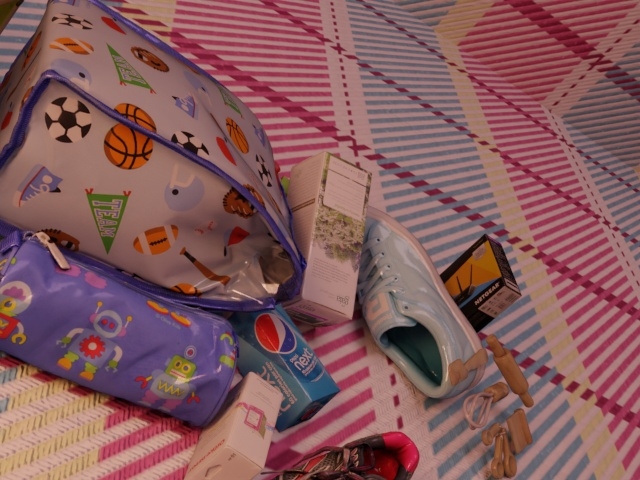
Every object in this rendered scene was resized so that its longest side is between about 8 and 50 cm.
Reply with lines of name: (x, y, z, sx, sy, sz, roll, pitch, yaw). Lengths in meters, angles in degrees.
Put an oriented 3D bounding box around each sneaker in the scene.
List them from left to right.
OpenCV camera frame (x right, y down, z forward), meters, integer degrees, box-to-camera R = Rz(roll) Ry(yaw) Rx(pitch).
sneaker: (0.001, 0.286, 0.977, 0.121, 0.112, 0.299, 51, 31, 15)
sneaker: (0.116, 0.088, 1.359, 0.366, 0.135, 0.150, 49, 25, 14)

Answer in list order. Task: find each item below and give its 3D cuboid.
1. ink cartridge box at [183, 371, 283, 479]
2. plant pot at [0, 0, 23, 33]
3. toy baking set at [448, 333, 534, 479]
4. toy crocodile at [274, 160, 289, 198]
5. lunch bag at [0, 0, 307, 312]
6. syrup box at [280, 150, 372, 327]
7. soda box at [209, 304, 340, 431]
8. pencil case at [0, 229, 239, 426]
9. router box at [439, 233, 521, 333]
ink cartridge box: (-0.096, 0.221, 0.968, 0.052, 0.088, 0.122, 39, 29, -12)
plant pot: (-0.505, -0.315, 1.064, 0.207, 0.227, 0.228, 45, 28, -8)
toy baking set: (0.273, 0.246, 1.332, 0.256, 0.030, 0.197, 59, 35, -23)
toy crocodile: (-0.154, -0.151, 1.383, 0.340, 0.105, 0.115, 42, 29, 1)
lunch bag: (-0.206, -0.091, 1.082, 0.385, 0.239, 0.328, 26, 26, -28)
syrup box: (0.000, 0.000, 1.277, 0.093, 0.096, 0.237, 23, 65, -31)
soda box: (-0.071, 0.137, 1.130, 0.210, 0.071, 0.067, 53, 30, 19)
pencil case: (-0.229, 0.093, 0.937, 0.306, 0.133, 0.119, 28, 17, -25)
router box: (0.244, 0.094, 1.462, 0.046, 0.179, 0.133, 29, 30, -27)
